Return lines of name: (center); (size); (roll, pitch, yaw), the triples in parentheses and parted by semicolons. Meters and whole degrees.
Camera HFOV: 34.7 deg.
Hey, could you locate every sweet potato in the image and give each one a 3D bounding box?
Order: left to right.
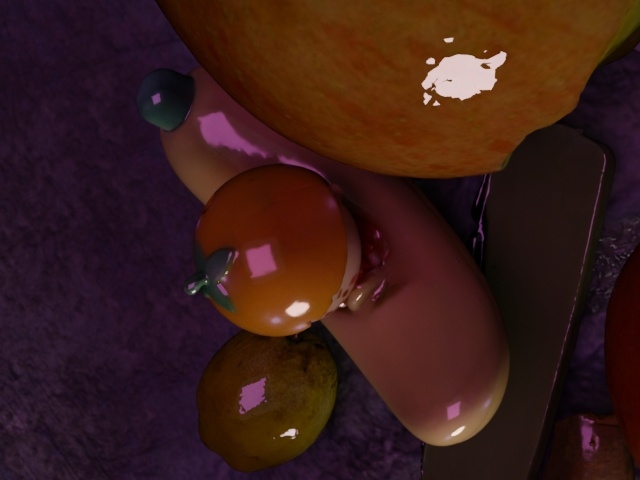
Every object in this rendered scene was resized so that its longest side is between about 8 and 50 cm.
sweet potato: (0.184, 0.226, 0.745); (0.077, 0.077, 0.243); (16, 113, 22)

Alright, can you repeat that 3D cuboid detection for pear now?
pear: (-0.043, 0.121, 0.816); (0.107, 0.107, 0.131); (32, 102, 17)

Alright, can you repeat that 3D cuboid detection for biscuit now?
biscuit: (0.138, 0.071, 0.749); (0.099, 0.038, 0.322); (20, 107, 35)

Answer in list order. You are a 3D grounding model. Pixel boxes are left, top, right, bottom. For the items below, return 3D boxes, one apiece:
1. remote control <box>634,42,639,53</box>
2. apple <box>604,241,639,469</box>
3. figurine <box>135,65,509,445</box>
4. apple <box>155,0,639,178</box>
remote control: (0.248, -0.226, 0.647); (0.073, 0.044, 0.229); (23, 102, 41)
apple: (0.276, 0.067, 0.600); (0.218, 0.201, 0.218); (4, 103, 17)
figurine: (0.000, 0.000, 0.688); (0.124, 0.222, 0.324); (-48, 61, 22)
apple: (0.049, -0.204, 0.583); (0.339, 0.339, 0.339); (5, 101, 25)
